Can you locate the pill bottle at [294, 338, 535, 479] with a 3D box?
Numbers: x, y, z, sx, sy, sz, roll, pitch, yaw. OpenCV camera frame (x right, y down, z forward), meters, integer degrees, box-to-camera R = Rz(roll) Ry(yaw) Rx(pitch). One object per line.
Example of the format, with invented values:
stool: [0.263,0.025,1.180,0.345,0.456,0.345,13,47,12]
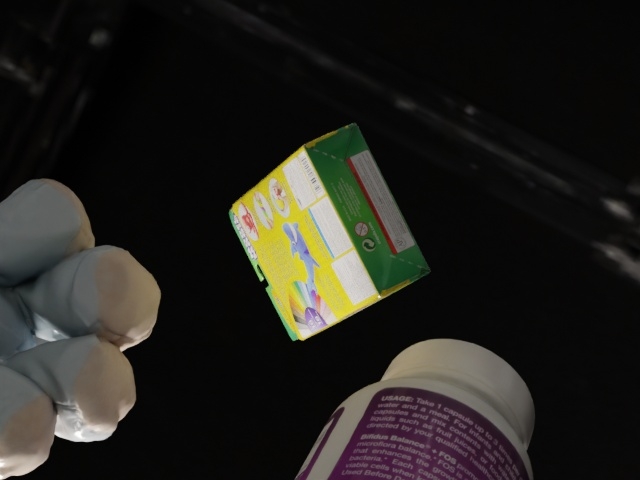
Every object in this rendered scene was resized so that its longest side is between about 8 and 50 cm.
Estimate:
pill bottle: [0.059,0.206,1.387,0.169,0.169,0.301,-15,-155,31]

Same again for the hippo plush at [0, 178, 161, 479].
hippo plush: [-0.274,0.117,1.529,0.236,0.294,0.234,105,-37,-58]

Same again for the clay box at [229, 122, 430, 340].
clay box: [0.000,0.000,1.506,0.127,0.053,0.222,63,-21,3]
